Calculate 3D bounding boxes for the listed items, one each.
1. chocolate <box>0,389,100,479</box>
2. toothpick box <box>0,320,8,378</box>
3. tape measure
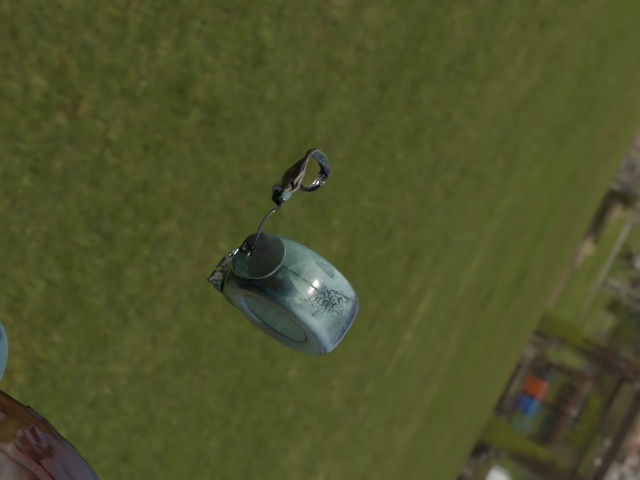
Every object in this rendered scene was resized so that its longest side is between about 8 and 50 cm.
[{"bbox_3d":[-0.307,0.294,1.071,0.331,0.383,0.384,-85,-165,-62],"label":"chocolate"},{"bbox_3d":[-0.392,0.096,1.664,0.120,0.120,0.184,-62,159,-5],"label":"toothpick box"},{"bbox_3d":[0.002,-0.002,1.274,0.180,0.107,0.104,-56,180,-36],"label":"tape measure"}]
